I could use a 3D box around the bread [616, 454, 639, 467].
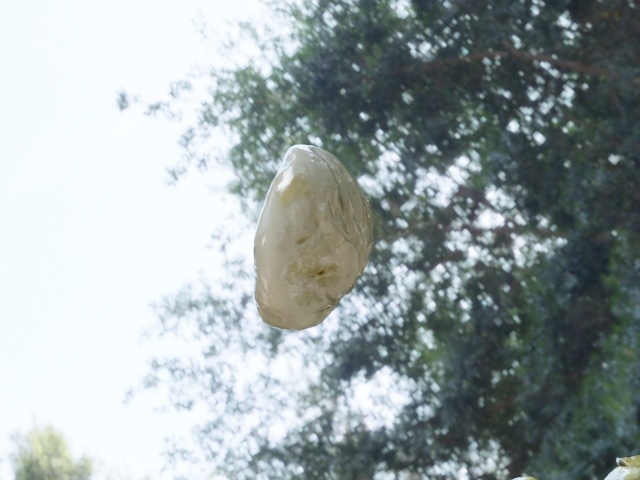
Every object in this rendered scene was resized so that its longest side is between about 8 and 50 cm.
[{"bbox_3d":[0.412,0.284,1.225,0.065,0.187,0.149,-50,-26,-1],"label":"bread"}]

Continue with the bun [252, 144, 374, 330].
[{"bbox_3d":[0.000,0.000,1.068,0.102,0.183,0.183,10,-51,10],"label":"bun"}]

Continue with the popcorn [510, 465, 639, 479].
[{"bbox_3d":[0.210,0.286,0.914,0.216,0.235,0.181,-24,-78,-14],"label":"popcorn"}]
